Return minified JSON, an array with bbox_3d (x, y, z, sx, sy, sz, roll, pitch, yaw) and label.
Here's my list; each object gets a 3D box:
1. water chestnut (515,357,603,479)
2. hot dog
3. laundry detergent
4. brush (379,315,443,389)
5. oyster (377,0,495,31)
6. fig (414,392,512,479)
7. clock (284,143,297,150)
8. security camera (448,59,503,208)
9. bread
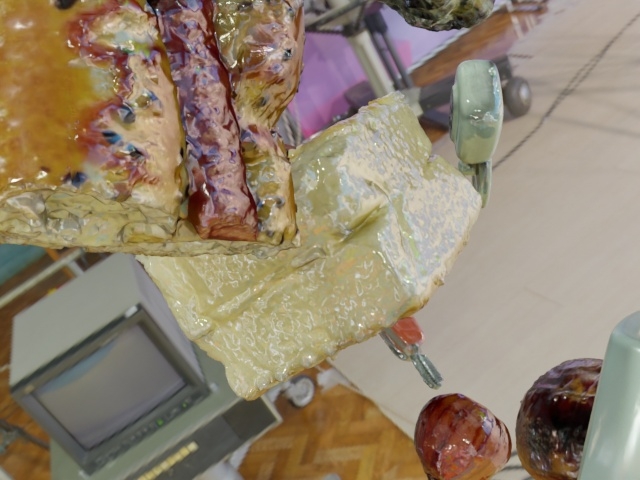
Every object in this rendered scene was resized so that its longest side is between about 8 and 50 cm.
[{"bbox_3d":[0.470,0.339,1.169,0.350,0.350,0.302,3,73,46],"label":"water chestnut"},{"bbox_3d":[-0.142,-0.176,0.698,0.196,0.366,0.367,-8,-8,30],"label":"hot dog"},{"bbox_3d":[0.310,0.210,0.721,0.105,0.281,0.214,15,16,36],"label":"laundry detergent"},{"bbox_3d":[0.142,0.153,1.501,0.070,0.051,0.323,-13,54,-36],"label":"brush"},{"bbox_3d":[0.068,-0.383,0.875,0.162,0.351,0.158,-38,30,23],"label":"oyster"},{"bbox_3d":[0.171,0.261,0.973,0.128,0.128,0.150,-99,30,-60],"label":"fig"},{"bbox_3d":[-0.108,-0.068,1.490,0.318,0.318,0.080,-21,44,17],"label":"clock"},{"bbox_3d":[0.260,-0.172,1.330,0.080,0.301,0.157,-3,60,6],"label":"security camera"},{"bbox_3d":[0.000,0.000,1.148,0.371,0.279,0.390,-31,5,34],"label":"bread"}]
